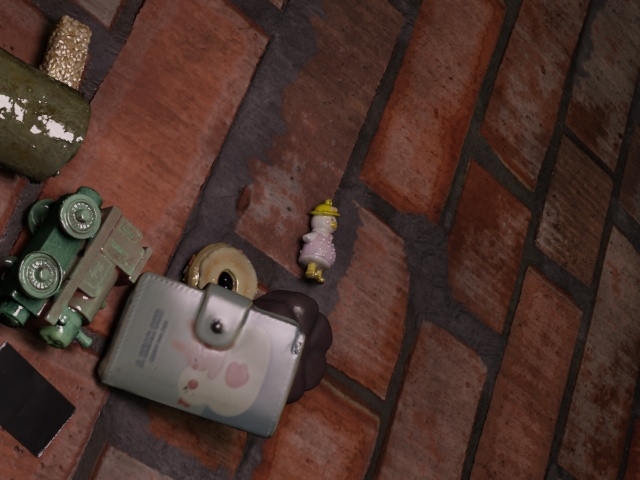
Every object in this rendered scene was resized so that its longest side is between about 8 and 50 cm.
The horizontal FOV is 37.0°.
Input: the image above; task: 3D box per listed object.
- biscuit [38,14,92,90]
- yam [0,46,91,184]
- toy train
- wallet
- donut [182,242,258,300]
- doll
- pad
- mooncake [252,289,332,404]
[{"bbox_3d":[-0.491,-0.341,1.817,0.082,0.070,0.168,19,73,-34],"label":"biscuit"},{"bbox_3d":[-0.572,-0.236,1.654,0.300,0.195,0.195,28,65,-36],"label":"yam"},{"bbox_3d":[-0.456,0.056,1.739,0.221,0.150,0.304,48,53,-33],"label":"toy train"},{"bbox_3d":[-0.222,0.211,1.849,0.360,0.083,0.252,21,80,-8],"label":"wallet"},{"bbox_3d":[-0.213,0.090,1.993,0.174,0.068,0.174,5,83,-42],"label":"donut"},{"bbox_3d":[0.000,0.000,2.186,0.129,0.081,0.207,40,55,-52],"label":"doll"},{"bbox_3d":[-0.536,0.286,1.718,0.193,0.004,0.116,51,54,-23],"label":"pad"},{"bbox_3d":[-0.084,0.226,2.014,0.245,0.133,0.245,-10,102,-51],"label":"mooncake"}]
